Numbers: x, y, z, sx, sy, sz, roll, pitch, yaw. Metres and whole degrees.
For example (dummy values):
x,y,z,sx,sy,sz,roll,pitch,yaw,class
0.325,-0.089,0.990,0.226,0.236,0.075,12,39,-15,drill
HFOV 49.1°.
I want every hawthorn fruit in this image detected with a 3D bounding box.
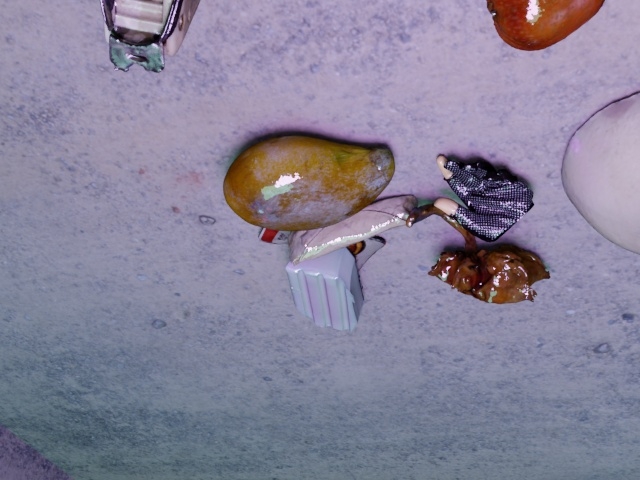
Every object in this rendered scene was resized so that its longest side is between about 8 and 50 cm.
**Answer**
x,y,z,sx,sy,sz,roll,pitch,yaw,class
0.322,-0.348,0.932,0.203,0.162,0.162,-23,130,14,hawthorn fruit

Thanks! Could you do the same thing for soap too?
x,y,z,sx,sy,sz,roll,pitch,yaw,class
0.017,0.099,1.503,0.145,0.091,0.230,10,148,13,soap

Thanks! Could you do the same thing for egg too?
x,y,z,sx,sy,sz,roll,pitch,yaw,class
0.570,-0.078,1.131,0.337,0.201,0.337,6,136,6,egg

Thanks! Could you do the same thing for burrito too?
x,y,z,sx,sy,sz,roll,pitch,yaw,class
0.061,-0.022,1.367,0.275,0.082,0.059,-17,152,12,burrito

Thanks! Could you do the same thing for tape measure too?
x,y,z,sx,sy,sz,roll,pitch,yaw,class
-0.202,-0.386,0.904,0.133,0.271,0.231,13,140,-2,tape measure

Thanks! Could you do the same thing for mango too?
x,y,z,sx,sy,sz,roll,pitch,yaw,class
-0.020,-0.108,1.281,0.316,0.146,0.192,-10,137,3,mango

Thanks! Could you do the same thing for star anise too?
x,y,z,sx,sy,sz,roll,pitch,yaw,class
0.295,0.036,1.353,0.346,0.148,0.237,31,178,-21,star anise

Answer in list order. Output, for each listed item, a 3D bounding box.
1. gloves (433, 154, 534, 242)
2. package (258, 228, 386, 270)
x,y,z,sx,sy,sz,roll,pitch,yaw,class
0.285,-0.094,1.270,0.180,0.106,0.129,47,130,4,gloves
0.000,0.000,1.471,0.239,0.030,0.154,24,139,-15,package
